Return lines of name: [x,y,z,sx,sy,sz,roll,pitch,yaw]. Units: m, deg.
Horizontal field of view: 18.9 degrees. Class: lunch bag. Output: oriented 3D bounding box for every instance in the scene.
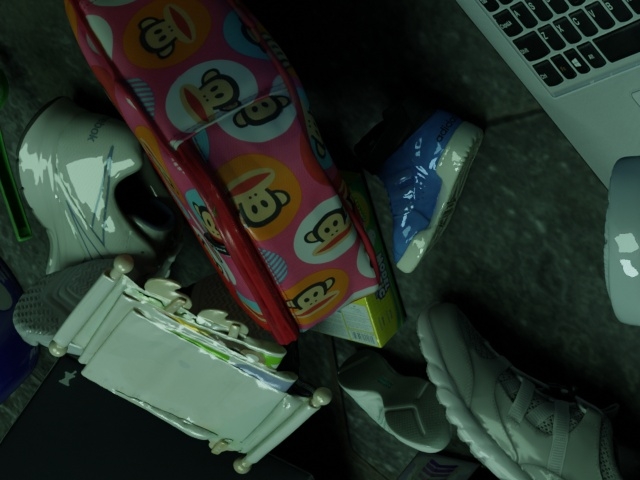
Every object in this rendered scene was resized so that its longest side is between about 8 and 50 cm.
lunch bag: [-0.067,-0.072,1.442,0.293,0.120,0.258,56,176,35]

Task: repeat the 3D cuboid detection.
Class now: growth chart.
growth chart: [-0.108,0.106,1.603,0.237,0.021,0.172,34,133,-21]

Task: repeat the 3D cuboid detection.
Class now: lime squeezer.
lime squeezer: [-0.298,-0.156,1.709,0.110,0.059,0.310,24,130,43]

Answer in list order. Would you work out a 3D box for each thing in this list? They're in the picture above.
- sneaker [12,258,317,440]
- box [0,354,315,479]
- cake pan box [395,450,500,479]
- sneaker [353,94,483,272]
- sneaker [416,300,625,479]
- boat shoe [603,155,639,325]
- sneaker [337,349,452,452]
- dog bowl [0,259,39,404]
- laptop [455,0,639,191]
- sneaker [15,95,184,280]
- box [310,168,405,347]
sneaker: [-0.134,0.102,1.692,0.269,0.101,0.153,1,136,22]
box: [-0.139,0.294,1.841,0.296,0.182,0.294,23,156,26]
cake pan box: [0.200,0.314,1.697,0.246,0.070,0.267,9,131,36]
sneaker: [0.064,-0.047,1.481,0.085,0.058,0.152,30,137,11]
sneaker: [0.184,0.154,1.548,0.281,0.115,0.105,52,-176,11]
boat shoe: [0.257,0.019,1.263,0.094,0.109,0.302,2,164,23]
sneaker: [0.074,0.145,1.651,0.061,0.054,0.152,53,171,-33]
dog bowl: [-0.430,0.079,2.047,0.265,0.104,0.265,26,139,25]
laptop: [0.087,-0.125,1.153,0.408,0.236,0.382,50,162,-8]
sneaker: [-0.184,0.012,1.747,0.129,0.111,0.297,13,135,28]
box: [0.000,0.000,1.606,0.105,0.043,0.179,13,135,38]
